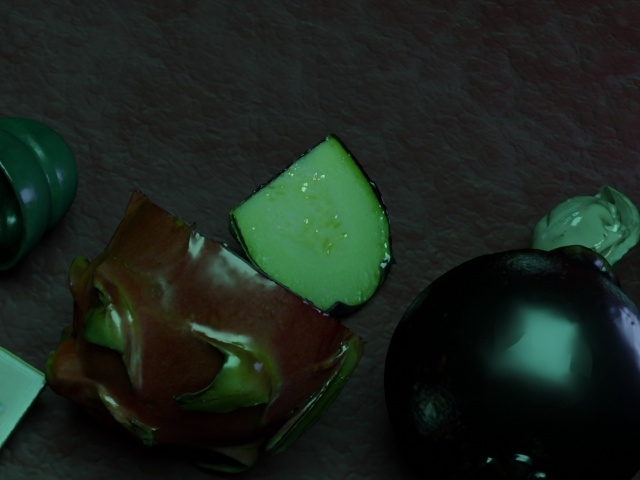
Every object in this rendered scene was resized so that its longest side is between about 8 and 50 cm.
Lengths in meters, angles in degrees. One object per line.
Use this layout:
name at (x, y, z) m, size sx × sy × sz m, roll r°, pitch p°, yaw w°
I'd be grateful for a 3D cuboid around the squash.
squash at (-0.014, 0.001, 1.752) m, size 0.192 × 0.085 × 0.184 m, roll -38°, pitch 101°, yaw -29°

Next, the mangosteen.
mangosteen at (0.225, 0.135, 1.576) m, size 0.297 × 0.297 × 0.313 m, roll 39°, pitch 61°, yaw 13°

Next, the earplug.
earplug at (-0.403, -0.054, 1.654) m, size 0.257 × 0.163 × 0.280 m, roll 18°, pitch 32°, yaw 42°

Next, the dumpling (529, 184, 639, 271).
dumpling at (0.312, -0.003, 1.786) m, size 0.118 × 0.136 × 0.199 m, roll 41°, pitch 28°, yaw -19°

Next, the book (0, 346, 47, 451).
book at (-0.422, 0.147, 1.547) m, size 0.242 × 0.018 × 0.170 m, roll 30°, pitch 70°, yaw 7°

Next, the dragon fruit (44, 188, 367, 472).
dragon fruit at (-0.131, 0.114, 1.532) m, size 0.305 × 0.305 × 0.225 m, roll 34°, pitch 84°, yaw 9°
